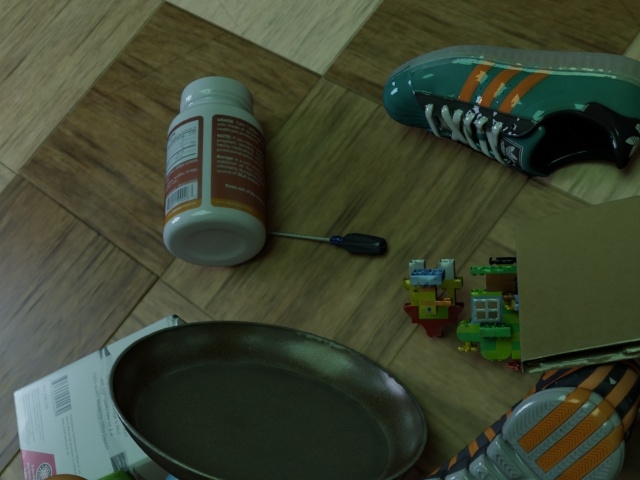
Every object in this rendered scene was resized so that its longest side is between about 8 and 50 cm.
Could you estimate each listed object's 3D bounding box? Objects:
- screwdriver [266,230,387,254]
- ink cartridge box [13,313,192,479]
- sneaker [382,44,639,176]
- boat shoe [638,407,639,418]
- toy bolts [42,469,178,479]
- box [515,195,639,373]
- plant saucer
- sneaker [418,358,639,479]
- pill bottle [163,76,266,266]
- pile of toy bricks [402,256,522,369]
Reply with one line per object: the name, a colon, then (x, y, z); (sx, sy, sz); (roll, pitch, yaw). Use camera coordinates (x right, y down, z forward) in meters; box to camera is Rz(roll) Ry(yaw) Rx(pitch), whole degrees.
screwdriver: (0.000, 0.000, 1.210); (0.170, 0.024, 0.025); (4, 36, 29)
ink cartridge box: (-0.218, 0.202, 1.154); (0.218, 0.092, 0.158); (-27, 55, 12)
sneaker: (0.202, -0.136, 1.136); (0.302, 0.108, 0.121); (3, 60, 25)
boat shoe: (0.331, 0.172, 0.790); (0.183, 0.066, 0.066); (39, 81, 22)
toy bolts: (-0.164, 0.300, 0.984); (0.229, 0.158, 0.218); (-27, 83, 8)
box: (0.256, 0.031, 0.918); (0.165, 0.021, 0.201); (-13, 34, 18)
plant saucer: (-0.053, 0.170, 1.012); (0.311, 0.311, 0.050); (29, 117, 35)
sneaker: (0.181, 0.216, 0.946); (0.124, 0.180, 0.321); (51, 124, 9)
pill bottle: (-0.127, -0.087, 1.258); (0.121, 0.121, 0.216); (-14, 57, 18)
pile of toy bricks: (0.184, 0.078, 1.041); (0.212, 0.118, 0.105); (-1, 101, 13)
